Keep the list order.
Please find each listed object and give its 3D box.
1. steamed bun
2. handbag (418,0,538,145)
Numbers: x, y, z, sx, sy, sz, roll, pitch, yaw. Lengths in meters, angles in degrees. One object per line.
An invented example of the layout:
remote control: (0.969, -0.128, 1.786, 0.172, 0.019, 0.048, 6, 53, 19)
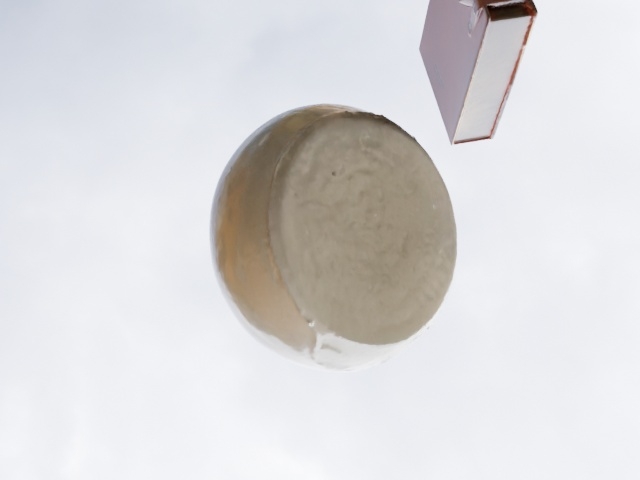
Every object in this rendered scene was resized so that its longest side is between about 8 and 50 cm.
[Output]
steamed bun: (0.000, 0.000, 0.844, 0.145, 0.232, 0.231, -12, -141, 53)
handbag: (0.140, -0.193, 0.894, 0.063, 0.190, 0.127, -9, -117, -9)
